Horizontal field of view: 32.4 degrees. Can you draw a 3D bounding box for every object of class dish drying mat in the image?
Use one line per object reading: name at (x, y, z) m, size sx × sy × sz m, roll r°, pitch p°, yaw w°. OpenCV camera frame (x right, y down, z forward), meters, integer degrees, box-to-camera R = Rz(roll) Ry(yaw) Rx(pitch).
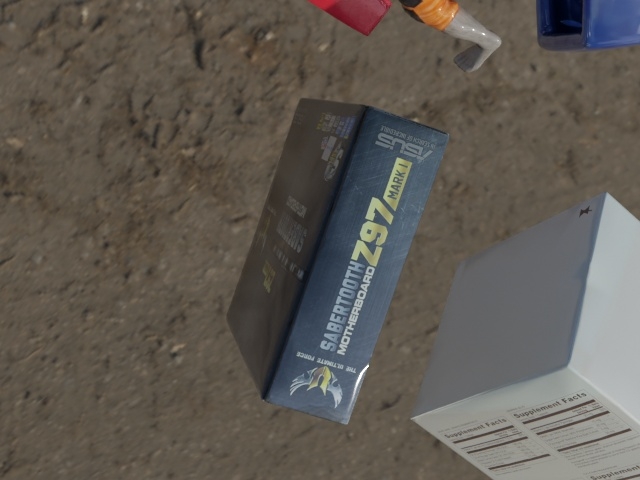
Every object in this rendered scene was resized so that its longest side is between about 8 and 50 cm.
dish drying mat at (0.011, -0.175, 0.776) m, size 0.083 × 0.032 × 0.008 m, roll 26°, pitch 29°, yaw -32°

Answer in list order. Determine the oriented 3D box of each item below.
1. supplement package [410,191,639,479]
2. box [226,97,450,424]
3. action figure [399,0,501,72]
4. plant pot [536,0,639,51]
supplement package at (0.263, 0.134, 1.035) m, size 0.263 × 0.198 × 0.199 m, roll 38°, pitch 51°, yaw -19°
box at (0.000, 0.000, 0.738) m, size 0.059 × 0.233 × 0.183 m, roll 18°, pitch 95°, yaw -12°
action figure at (0.097, -0.361, 1.050) m, size 0.330 × 0.179 × 0.341 m, roll 24°, pitch 78°, yaw -52°
plant pot at (0.348, -0.318, 1.137) m, size 0.212 × 0.236 × 0.235 m, roll -3°, pitch 100°, yaw 0°
